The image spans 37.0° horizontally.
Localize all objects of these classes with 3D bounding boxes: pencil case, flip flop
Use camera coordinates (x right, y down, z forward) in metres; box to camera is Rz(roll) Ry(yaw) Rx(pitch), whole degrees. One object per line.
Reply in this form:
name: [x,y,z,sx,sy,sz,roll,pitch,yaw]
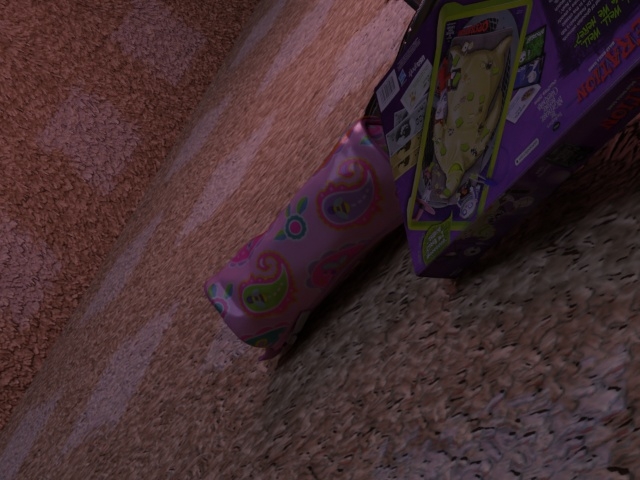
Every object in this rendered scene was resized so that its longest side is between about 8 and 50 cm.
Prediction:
pencil case: [0.000,0.000,1.021,0.284,0.124,0.124,-47,18,22]
flip flop: [0.107,-0.167,1.097,0.112,0.080,0.277,-88,22,-75]

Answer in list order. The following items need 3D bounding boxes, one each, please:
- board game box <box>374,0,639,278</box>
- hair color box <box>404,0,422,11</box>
board game box: [0.155,-0.140,0.745,0.347,0.056,0.208,130,142,-50]
hair color box: [0.255,-0.462,1.252,0.374,0.113,0.185,-52,17,2]
